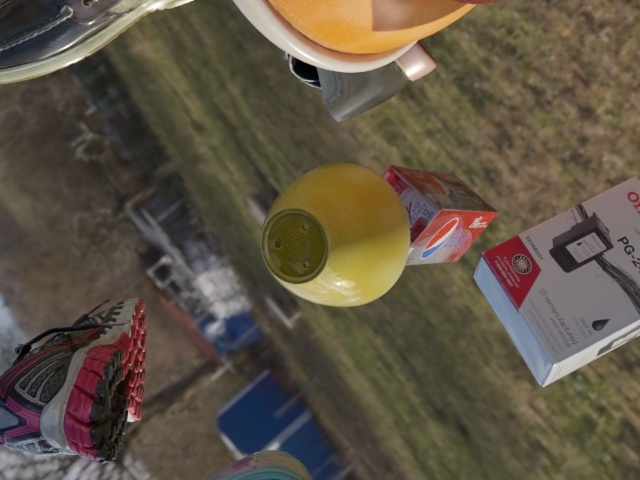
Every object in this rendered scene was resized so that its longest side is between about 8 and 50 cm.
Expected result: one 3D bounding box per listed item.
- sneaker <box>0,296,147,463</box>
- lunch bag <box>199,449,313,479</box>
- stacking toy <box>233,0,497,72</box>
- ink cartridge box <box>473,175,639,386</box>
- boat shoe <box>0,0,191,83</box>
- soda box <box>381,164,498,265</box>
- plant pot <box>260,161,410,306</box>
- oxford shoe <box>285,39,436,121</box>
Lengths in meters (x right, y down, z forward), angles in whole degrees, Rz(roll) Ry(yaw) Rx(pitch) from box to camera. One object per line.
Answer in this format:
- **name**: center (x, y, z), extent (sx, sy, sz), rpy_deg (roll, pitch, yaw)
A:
- **sneaker**: center (-0.224, 0.118, 1.141), extent (0.299, 0.112, 0.121), rpy_deg (-70, -18, -85)
- **lunch bag**: center (-0.049, 0.307, 0.847), extent (0.279, 0.224, 0.108), rpy_deg (62, 175, 1)
- **stacking toy**: center (0.168, -0.302, 0.879), extent (0.480, 0.350, 0.350), rpy_deg (4, 139, 39)
- **ink cartridge box**: center (0.216, 0.031, 0.989), extent (0.109, 0.150, 0.063), rpy_deg (59, 168, 21)
- **boat shoe**: center (-0.147, -0.182, 0.833), extent (0.080, 0.223, 0.073), rpy_deg (59, 173, 45)
- **soda box**: center (0.130, -0.030, 1.514), extent (0.083, 0.092, 0.263), rpy_deg (42, -165, 16)
- **plant pot**: center (0.000, 0.000, 1.101), extent (0.134, 0.134, 0.095), rpy_deg (47, -156, 14)
- **oxford shoe**: center (0.002, -0.279, 1.513), extent (0.140, 0.146, 0.397), rpy_deg (45, -170, -32)
